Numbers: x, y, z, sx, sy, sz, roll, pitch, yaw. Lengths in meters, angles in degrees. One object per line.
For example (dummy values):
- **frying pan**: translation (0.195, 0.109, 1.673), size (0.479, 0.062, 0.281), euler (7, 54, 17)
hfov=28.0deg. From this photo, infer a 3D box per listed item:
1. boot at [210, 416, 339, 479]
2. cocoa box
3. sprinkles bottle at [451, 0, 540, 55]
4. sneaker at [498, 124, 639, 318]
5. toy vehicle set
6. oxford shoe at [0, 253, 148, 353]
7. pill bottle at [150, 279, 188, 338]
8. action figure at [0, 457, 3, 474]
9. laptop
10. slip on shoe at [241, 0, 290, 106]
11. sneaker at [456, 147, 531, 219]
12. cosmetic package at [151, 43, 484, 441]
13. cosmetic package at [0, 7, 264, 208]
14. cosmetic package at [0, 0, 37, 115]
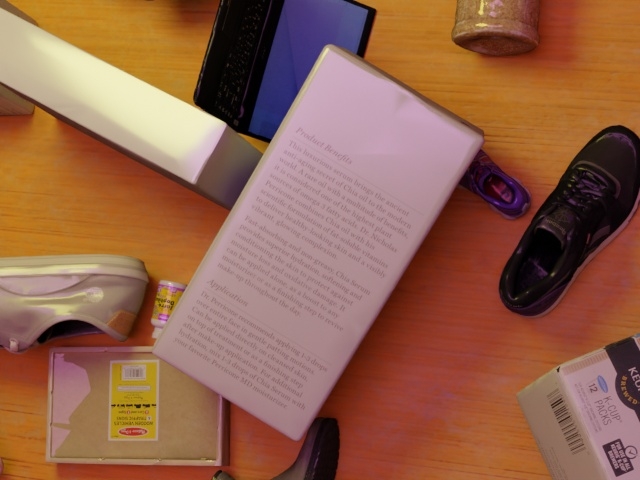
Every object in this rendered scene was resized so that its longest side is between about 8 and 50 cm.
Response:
- **boot**: translation (-0.078, 0.338, 1.730), size (0.161, 0.083, 0.246), euler (16, 85, 22)
- **cocoa box**: translation (0.419, 0.281, 1.497), size (0.228, 0.231, 0.347), euler (-20, 76, -9)
- **sprinkles bottle**: translation (0.250, -0.435, 1.729), size (0.121, 0.121, 0.355), euler (4, 83, 16)
- **sneaker**: translation (0.328, -0.025, 1.647), size (0.107, 0.124, 0.283), euler (32, 91, 17)
- **toy vehicle set**: translation (-0.258, 0.233, 1.813), size (0.267, 0.035, 0.166), euler (-1, 82, 15)
- **oxford shoe**: translation (-0.464, 0.097, 1.825), size (0.449, 0.169, 0.130), euler (-3, 80, 10)
- **pill bottle**: translation (-0.215, 0.100, 1.817), size (0.043, 0.043, 0.083), euler (10, 85, 16)
- **action figure**: translation (-0.643, 0.236, 1.741), size (0.248, 0.370, 0.275), euler (-28, 74, 8)
- **laptop**: translation (-0.042, -0.250, 1.703), size (0.137, 0.264, 0.234), euler (14, 85, 14)
- **slip on shoe**: translation (-0.076, -0.328, 1.809), size (0.101, 0.123, 0.331), euler (7, 79, 12)
- **sneaker**: translation (0.209, -0.094, 1.717), size (0.170, 0.071, 0.068), euler (33, 91, 18)
- **cosmetic package**: translation (0.000, 0.000, 1.656), size (0.230, 0.161, 0.453), euler (32, 100, 3)
- **cosmetic package**: translation (-0.256, -0.164, 1.742), size (0.377, 0.284, 0.097), euler (28, 90, 16)
- **cosmetic package**: translation (-0.537, -0.271, 1.902), size (0.184, 0.151, 0.151), euler (-1, 81, 14)
